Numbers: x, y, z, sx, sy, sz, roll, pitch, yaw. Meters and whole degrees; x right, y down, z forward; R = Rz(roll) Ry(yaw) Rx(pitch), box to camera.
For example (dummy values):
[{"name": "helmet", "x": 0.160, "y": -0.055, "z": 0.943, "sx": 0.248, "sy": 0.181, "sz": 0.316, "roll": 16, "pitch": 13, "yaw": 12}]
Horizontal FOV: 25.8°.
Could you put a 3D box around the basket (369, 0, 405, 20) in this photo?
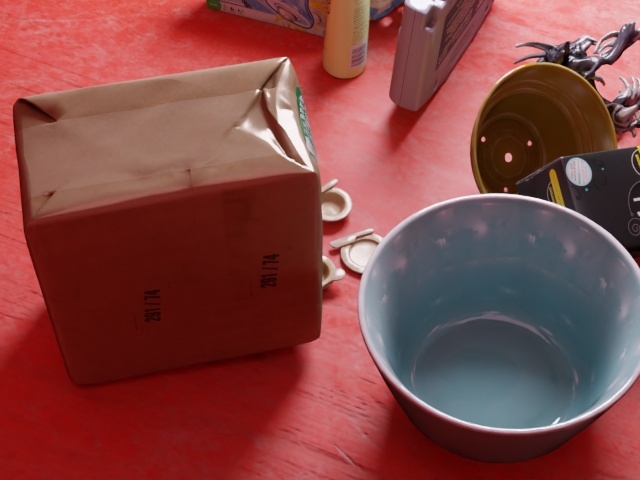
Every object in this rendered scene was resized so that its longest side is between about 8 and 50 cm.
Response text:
[{"name": "basket", "x": 0.112, "y": -0.470, "z": 1.913, "sx": 0.254, "sy": 0.289, "sz": 0.201, "roll": -34, "pitch": 56, "yaw": -28}]

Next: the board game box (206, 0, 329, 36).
[{"name": "board game box", "x": -0.062, "y": -0.358, "z": 1.920, "sx": 0.201, "sy": 0.136, "sz": 0.035, "roll": 15, "pitch": 53, "yaw": 12}]

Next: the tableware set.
[{"name": "tableware set", "x": 0.000, "y": 0.000, "z": 1.701, "sx": 0.141, "sy": 0.020, "sz": 0.169, "roll": -29, "pitch": 56, "yaw": -22}]

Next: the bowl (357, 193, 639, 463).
[{"name": "bowl", "x": 0.192, "y": 0.117, "z": 1.515, "sx": 0.311, "sy": 0.163, "sz": 0.312, "roll": 0, "pitch": 51, "yaw": -1}]

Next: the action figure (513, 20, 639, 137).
[{"name": "action figure", "x": 0.387, "y": -0.194, "z": 1.785, "sx": 0.275, "sy": 0.164, "sz": 0.141, "roll": 38, "pitch": 70, "yaw": 15}]

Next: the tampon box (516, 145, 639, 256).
[{"name": "tampon box", "x": 0.334, "y": -0.037, "z": 1.637, "sx": 0.161, "sy": 0.101, "sz": 0.120, "roll": -10, "pitch": 79, "yaw": -27}]

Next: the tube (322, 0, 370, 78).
[{"name": "tube", "x": 0.038, "y": -0.319, "z": 1.822, "sx": 0.062, "sy": 0.240, "sz": 0.070, "roll": -13, "pitch": 53, "yaw": -14}]

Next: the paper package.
[{"name": "paper package", "x": -0.153, "y": -0.012, "z": 1.503, "sx": 0.309, "sy": 0.325, "sz": 0.168, "roll": -10, "pitch": 54, "yaw": -5}]

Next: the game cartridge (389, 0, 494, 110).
[{"name": "game cartridge", "x": 0.176, "y": -0.316, "z": 1.847, "sx": 0.062, "sy": 0.198, "sz": 0.297, "roll": 27, "pitch": 53, "yaw": 10}]

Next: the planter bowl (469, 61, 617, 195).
[{"name": "planter bowl", "x": 0.254, "y": -0.105, "z": 1.719, "sx": 0.217, "sy": 0.090, "sz": 0.217, "roll": 1, "pitch": 88, "yaw": -27}]
